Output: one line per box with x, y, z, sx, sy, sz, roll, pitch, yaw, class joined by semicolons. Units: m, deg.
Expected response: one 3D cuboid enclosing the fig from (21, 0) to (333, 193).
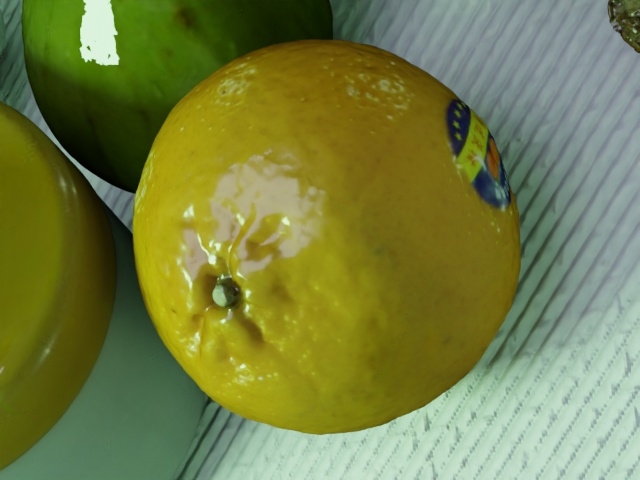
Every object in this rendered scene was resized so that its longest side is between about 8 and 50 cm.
-0.103;-0.143;0.991;0.203;0.225;0.203;-9;62;17;fig

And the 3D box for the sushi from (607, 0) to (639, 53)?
0.192;-0.117;0.860;0.120;0.055;0.052;51;120;33;sushi

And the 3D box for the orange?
0.002;0.000;0.891;0.219;0.219;0.193;-22;29;34;orange

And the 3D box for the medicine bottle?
-0.216;0.060;0.992;0.238;0.232;0.237;-6;65;14;medicine bottle

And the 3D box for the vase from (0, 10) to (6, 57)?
-0.349;-0.056;1.120;0.165;0.165;0.360;-10;46;37;vase
